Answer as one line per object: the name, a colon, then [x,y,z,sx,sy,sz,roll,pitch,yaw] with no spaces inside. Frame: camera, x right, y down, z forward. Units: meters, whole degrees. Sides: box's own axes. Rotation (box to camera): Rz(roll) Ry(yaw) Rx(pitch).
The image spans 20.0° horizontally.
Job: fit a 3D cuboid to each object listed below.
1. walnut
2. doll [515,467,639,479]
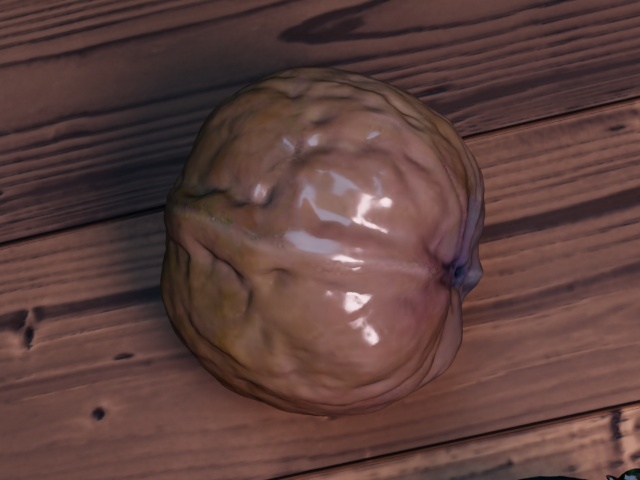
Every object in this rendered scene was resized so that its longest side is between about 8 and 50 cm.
walnut: [-0.001,0.001,1.294,0.248,0.248,0.248,-5,63,10]
doll: [0.130,0.285,1.149,0.198,0.186,0.322,22,73,21]
